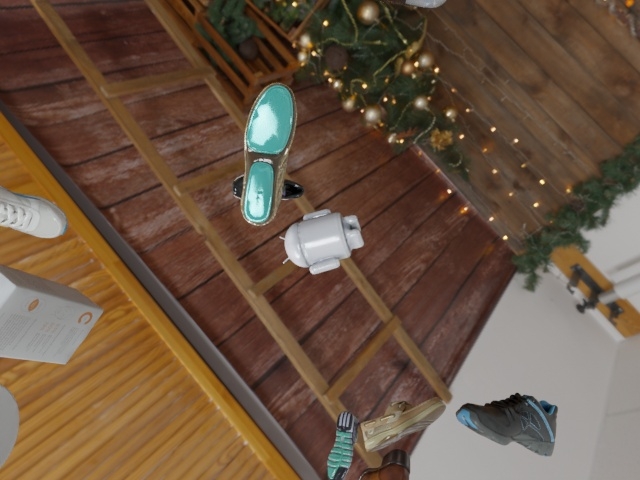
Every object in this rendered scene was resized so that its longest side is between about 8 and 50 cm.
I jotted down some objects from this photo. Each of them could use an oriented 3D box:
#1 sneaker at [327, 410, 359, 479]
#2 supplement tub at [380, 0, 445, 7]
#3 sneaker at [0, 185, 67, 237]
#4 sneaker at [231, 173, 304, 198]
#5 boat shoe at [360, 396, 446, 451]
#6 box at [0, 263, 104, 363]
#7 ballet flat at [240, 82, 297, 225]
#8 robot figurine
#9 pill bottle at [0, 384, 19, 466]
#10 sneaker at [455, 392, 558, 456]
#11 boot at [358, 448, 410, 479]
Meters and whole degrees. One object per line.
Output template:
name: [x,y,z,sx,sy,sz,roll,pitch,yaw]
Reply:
sneaker: [0.092,0.700,1.427,0.083,0.098,0.223,-1,-119,36]
supplement tub: [0.006,-0.409,0.497,0.207,0.338,0.207,12,90,-85]
sneaker: [-0.637,-0.061,0.853,0.087,0.229,0.092,-59,-160,15]
sneaker: [-0.195,-0.206,1.633,0.284,0.107,0.124,-4,-170,-33]
boat shoe: [0.261,0.593,1.419,0.122,0.110,0.341,21,128,-43]
box: [-0.905,0.234,1.317,0.215,0.168,0.345,-58,156,-11]
ballet flat: [-0.079,-0.126,0.632,0.067,0.073,0.206,-81,-175,-79]
robot figurine: [0.000,0.000,1.801,0.354,0.299,0.199,-13,144,9]
pill bottle: [-0.790,0.370,0.780,0.361,0.204,0.204,-8,175,2]
sneaker: [0.495,0.461,1.119,0.125,0.341,0.139,9,-103,62]
boot: [0.147,0.734,1.108,0.264,0.096,0.280,-54,-179,30]
